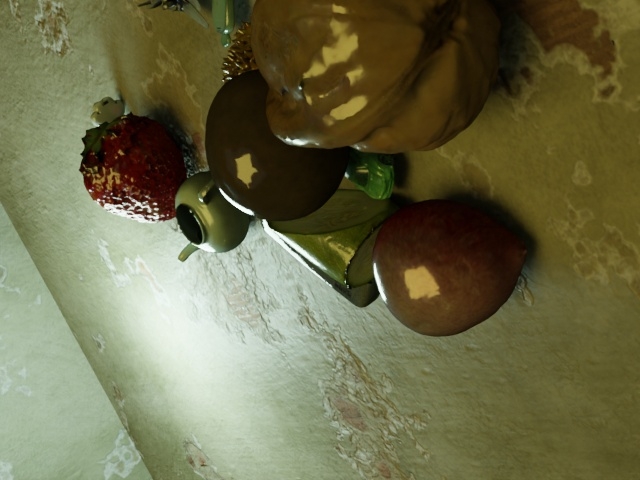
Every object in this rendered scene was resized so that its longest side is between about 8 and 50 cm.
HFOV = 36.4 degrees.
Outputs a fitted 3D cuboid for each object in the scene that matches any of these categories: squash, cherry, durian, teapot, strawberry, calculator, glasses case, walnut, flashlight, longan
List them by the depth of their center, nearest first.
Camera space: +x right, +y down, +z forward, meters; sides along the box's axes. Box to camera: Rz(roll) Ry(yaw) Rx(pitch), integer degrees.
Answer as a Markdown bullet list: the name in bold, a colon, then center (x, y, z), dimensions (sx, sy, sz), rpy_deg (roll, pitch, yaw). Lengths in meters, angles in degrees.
- **walnut**: center (0.075, -0.279, 1.412), dimensions (0.384, 0.384, 0.383), rpy_deg (34, 140, 34)
- **cherry**: center (0.206, 0.047, 1.606), dimensions (0.239, 0.206, 0.239), rpy_deg (37, 135, 47)
- **longan**: center (-0.073, -0.162, 1.656), dimensions (0.258, 0.258, 0.258), rpy_deg (34, 140, 34)
- **squash**: center (0.018, -0.046, 1.805), dimensions (0.260, 0.189, 0.189), rpy_deg (41, 144, 27)
- **durian**: center (-0.104, -0.306, 1.813), dimensions (0.249, 0.138, 0.183), rpy_deg (50, 156, 25)
- **calculator**: center (-0.186, -0.448, 1.861), dimensions (0.095, 0.021, 0.153), rpy_deg (-152, 59, -63)
- **glasses case**: center (0.000, 0.000, 1.973), dimensions (0.323, 0.074, 0.131), rpy_deg (39, 144, 28)
- **teapot**: center (-0.254, -0.060, 2.218), dimensions (0.193, 0.129, 0.294), rpy_deg (47, 147, 16)
- **strawberry**: center (-0.426, -0.162, 2.301), dimensions (0.239, 0.250, 0.288), rpy_deg (-27, 119, 25)
- **flashlight**: center (-0.501, -0.263, 2.434), dimensions (0.047, 0.093, 0.200), rpy_deg (2, 125, 55)

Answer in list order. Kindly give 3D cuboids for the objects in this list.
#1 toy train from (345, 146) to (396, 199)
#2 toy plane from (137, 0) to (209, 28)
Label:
- **toy train**: center (0.074, -0.136, 1.740), dimensions (0.149, 0.081, 0.099), rpy_deg (55, 151, 38)
- **toy plane**: center (-0.319, -0.504, 1.972), dimensions (0.267, 0.088, 0.212), rpy_deg (-7, 106, 56)
